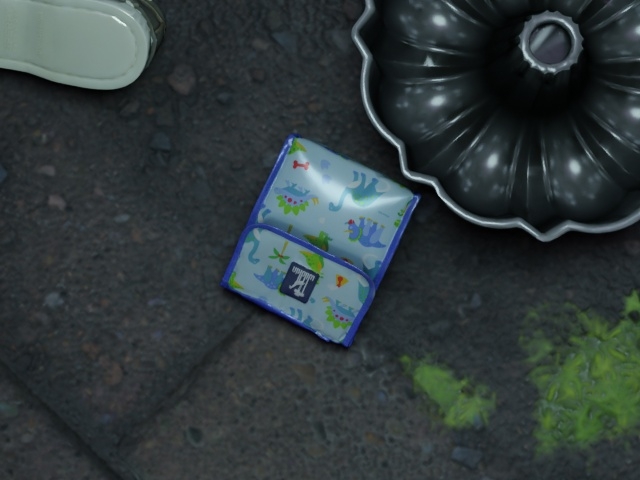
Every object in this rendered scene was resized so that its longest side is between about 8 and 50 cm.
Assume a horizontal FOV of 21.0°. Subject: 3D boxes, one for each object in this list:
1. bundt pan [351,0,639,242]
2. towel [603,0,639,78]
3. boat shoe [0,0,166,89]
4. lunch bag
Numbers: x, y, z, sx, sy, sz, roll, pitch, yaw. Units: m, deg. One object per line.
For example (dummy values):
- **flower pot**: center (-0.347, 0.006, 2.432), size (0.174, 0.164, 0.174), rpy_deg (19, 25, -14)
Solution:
- **bundt pan**: center (0.190, -0.156, 1.478), size (0.331, 0.124, 0.331), rpy_deg (0, 83, 0)
- **towel**: center (0.275, -0.211, 1.556), size (0.237, 0.021, 0.102), rpy_deg (-34, 80, -5)
- **boat shoe**: center (-0.287, -0.211, 1.530), size (0.305, 0.091, 0.109), rpy_deg (16, 117, 6)
- **lunch bag**: center (0.000, 0.000, 1.488), size (0.129, 0.096, 0.151), rpy_deg (27, 95, 3)
